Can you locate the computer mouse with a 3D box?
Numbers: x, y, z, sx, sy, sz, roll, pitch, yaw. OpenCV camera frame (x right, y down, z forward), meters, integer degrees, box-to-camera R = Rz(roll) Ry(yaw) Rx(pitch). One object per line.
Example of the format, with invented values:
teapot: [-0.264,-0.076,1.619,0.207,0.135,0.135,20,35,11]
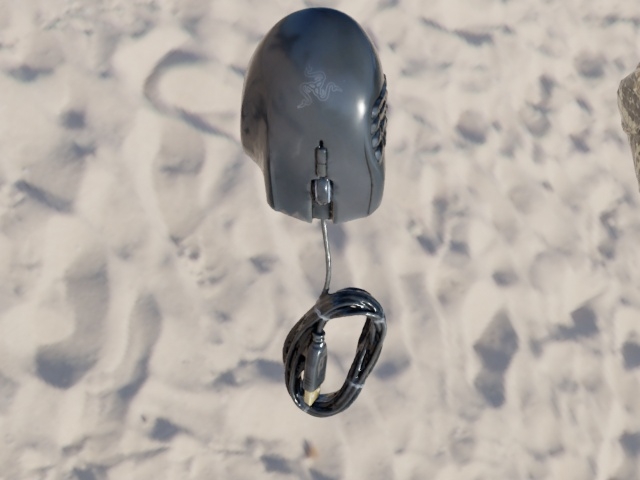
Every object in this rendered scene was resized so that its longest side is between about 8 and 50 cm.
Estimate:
computer mouse: [0.000,0.000,0.613,0.041,0.071,0.242,-91,178,-55]

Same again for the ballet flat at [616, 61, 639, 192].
ballet flat: [0.364,-0.020,0.836,0.483,0.164,0.182,3,82,-42]
